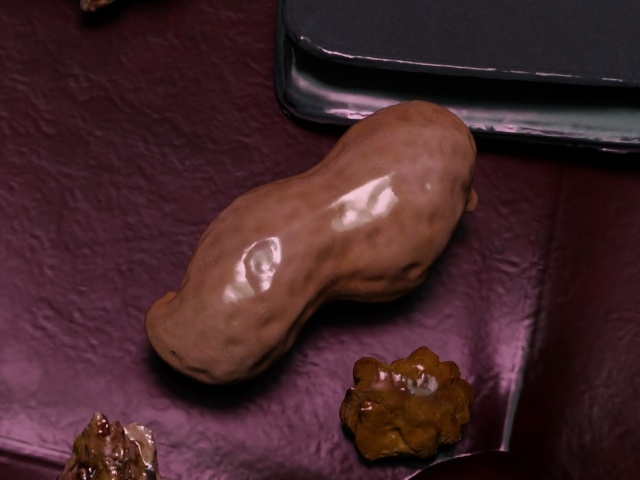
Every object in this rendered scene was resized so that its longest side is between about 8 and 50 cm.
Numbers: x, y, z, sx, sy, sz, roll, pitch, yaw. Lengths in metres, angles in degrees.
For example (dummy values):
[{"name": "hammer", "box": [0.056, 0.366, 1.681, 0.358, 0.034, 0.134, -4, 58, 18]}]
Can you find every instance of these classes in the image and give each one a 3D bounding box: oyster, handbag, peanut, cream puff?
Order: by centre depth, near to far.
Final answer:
[{"name": "oyster", "box": [-0.128, 0.190, 1.064, 0.108, 0.053, 0.166, -18, 74, -6]}, {"name": "cream puff", "box": [0.056, 0.103, 1.129, 0.083, 0.058, 0.083, 28, 64, 4]}, {"name": "peanut", "box": [0.000, 0.000, 1.150, 0.263, 0.101, 0.117, -31, 61, -22]}, {"name": "handbag", "box": [0.133, -0.188, 1.261, 0.326, 0.089, 0.238, 3, 59, 0]}]

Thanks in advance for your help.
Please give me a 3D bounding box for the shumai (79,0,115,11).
[{"name": "shumai", "box": [-0.167, -0.235, 1.255, 0.184, 0.184, 0.142, -18, 100, -17]}]
